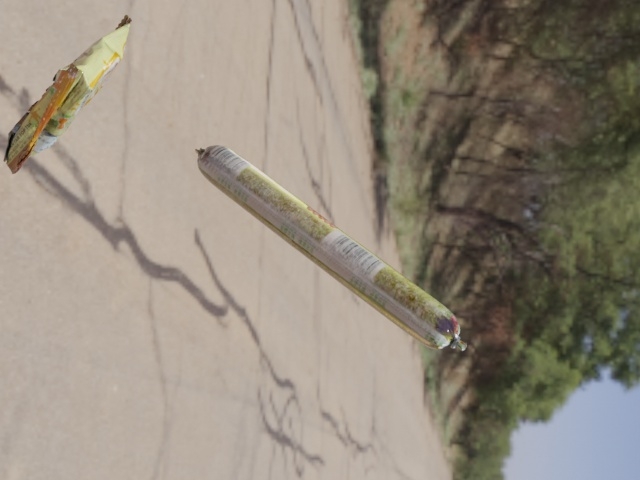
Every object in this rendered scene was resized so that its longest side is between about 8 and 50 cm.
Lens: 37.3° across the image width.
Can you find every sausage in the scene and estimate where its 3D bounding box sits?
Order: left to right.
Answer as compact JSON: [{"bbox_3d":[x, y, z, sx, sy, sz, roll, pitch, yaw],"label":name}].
[{"bbox_3d":[0.000,0.000,0.696,0.033,0.269,0.033,-40,153,-26],"label":"sausage"}]

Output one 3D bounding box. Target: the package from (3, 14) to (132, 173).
[{"bbox_3d":[-0.194,-0.115,0.736,0.108,0.031,0.121,-42,-164,30],"label":"package"}]
